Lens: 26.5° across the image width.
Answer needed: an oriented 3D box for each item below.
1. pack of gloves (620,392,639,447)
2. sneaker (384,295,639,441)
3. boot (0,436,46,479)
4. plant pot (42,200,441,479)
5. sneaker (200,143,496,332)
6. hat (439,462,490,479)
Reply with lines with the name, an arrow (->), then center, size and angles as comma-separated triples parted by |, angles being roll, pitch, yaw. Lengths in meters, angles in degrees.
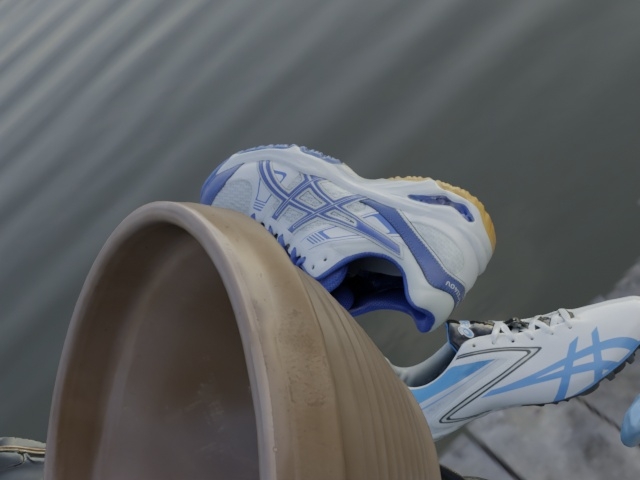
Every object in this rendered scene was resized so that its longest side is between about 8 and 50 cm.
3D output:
pack of gloves -> 0.158, 0.084, 0.587 | 0.195, 0.046, 0.232 | -48, 4, -24
sneaker -> 0.154, 0.091, 1.083 | 0.237, 0.086, 0.085 | -22, 14, 4
boot -> -0.336, 0.324, 1.733 | 0.198, 0.077, 0.137 | 1, 34, -9
plant pot -> -0.027, 0.105, 0.549 | 0.237, 0.109, 0.237 | -16, 72, 60
sneaker -> 0.000, 0.000, 1.206 | 0.296, 0.112, 0.131 | 9, 51, 31
hat -> 0.153, 0.303, 1.276 | 0.134, 0.331, 0.331 | -32, 20, -35
